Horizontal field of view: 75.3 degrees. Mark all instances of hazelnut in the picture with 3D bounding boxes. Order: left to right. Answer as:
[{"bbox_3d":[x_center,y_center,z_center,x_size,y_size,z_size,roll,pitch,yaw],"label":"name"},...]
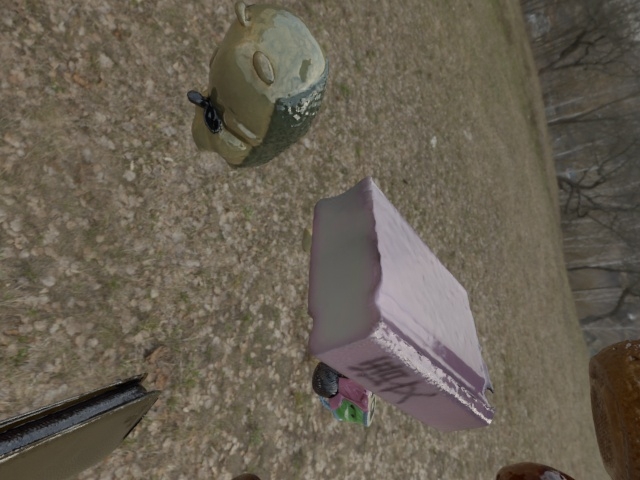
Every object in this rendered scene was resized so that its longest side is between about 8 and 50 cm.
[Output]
[{"bbox_3d":[0.333,0.404,0.619,0.154,0.143,0.143,43,43,-4],"label":"hazelnut"}]

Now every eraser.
[{"bbox_3d":[0.133,0.114,0.656,0.359,0.122,0.272,42,34,-37],"label":"eraser"}]

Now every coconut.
[{"bbox_3d":[0.000,0.000,1.273,0.122,0.116,0.116,-25,102,-10],"label":"coconut"}]

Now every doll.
[{"bbox_3d":[-0.132,-0.273,0.813,0.247,0.349,0.247,7,69,-19],"label":"doll"}]

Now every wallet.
[{"bbox_3d":[-0.211,0.159,0.299,0.031,0.110,0.198,44,10,16],"label":"wallet"}]

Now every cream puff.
[{"bbox_3d":[0.642,0.338,0.782,0.303,0.212,0.303,-9,90,-67],"label":"cream puff"}]

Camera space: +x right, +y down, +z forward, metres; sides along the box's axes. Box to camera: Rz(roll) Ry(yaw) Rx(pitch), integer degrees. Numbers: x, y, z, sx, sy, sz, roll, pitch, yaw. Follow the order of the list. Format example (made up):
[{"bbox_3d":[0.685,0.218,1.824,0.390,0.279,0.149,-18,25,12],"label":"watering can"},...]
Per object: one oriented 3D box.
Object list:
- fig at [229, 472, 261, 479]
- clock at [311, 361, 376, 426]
[{"bbox_3d":[-0.161,0.640,0.928,0.201,0.146,0.134,56,25,12],"label":"fig"},{"bbox_3d":[0.070,0.465,1.268,0.100,0.195,0.194,-46,143,-56],"label":"clock"}]
